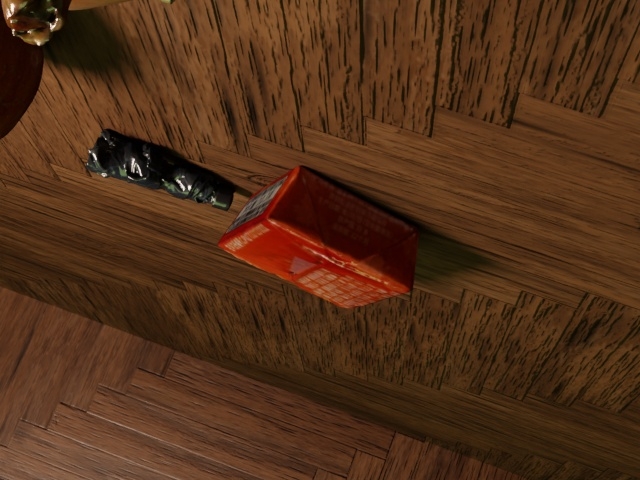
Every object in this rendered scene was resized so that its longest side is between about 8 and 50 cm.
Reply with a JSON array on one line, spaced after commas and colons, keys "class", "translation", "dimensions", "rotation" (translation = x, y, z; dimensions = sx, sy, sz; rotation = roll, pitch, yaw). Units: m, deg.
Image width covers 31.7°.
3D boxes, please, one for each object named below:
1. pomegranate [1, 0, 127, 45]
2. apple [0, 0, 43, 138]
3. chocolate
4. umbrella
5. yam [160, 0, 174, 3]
[{"class": "pomegranate", "translation": [-0.184, -0.267, 0.777], "dimensions": [0.229, 0.270, 0.252], "rotation": [-4, 157, 37]}, {"class": "apple", "translation": [-0.490, -0.212, 1.333], "dimensions": [0.277, 0.250, 0.309], "rotation": [2, 156, 46]}, {"class": "chocolate", "translation": [0.000, 0.000, 1.622], "dimensions": [0.235, 0.108, 0.237], "rotation": [26, 163, -15]}, {"class": "umbrella", "translation": [-0.234, -0.100, 1.674], "dimensions": [0.224, 0.080, 0.071], "rotation": [21, 128, -10]}, {"class": "yam", "translation": [-0.207, -0.276, 1.184], "dimensions": [0.116, 0.021, 0.021], "rotation": [22, 163, 1]}]
